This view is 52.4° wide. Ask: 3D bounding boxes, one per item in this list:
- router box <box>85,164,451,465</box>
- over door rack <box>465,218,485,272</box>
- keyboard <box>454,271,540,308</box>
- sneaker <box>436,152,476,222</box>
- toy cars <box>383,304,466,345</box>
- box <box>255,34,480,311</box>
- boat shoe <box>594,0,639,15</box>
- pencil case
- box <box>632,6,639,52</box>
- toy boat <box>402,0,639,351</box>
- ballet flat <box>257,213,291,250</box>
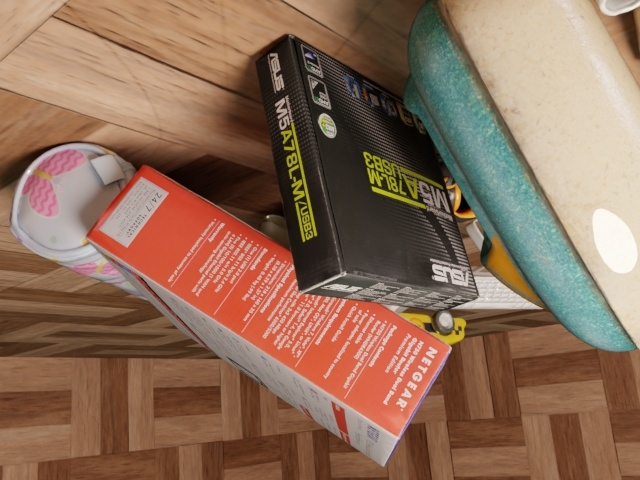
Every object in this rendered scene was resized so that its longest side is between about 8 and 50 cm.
[{"bbox_3d":[-0.039,0.100,0.655,0.301,0.082,0.335,30,163,14],"label":"router box"},{"bbox_3d":[0.299,0.018,0.865,0.324,0.108,0.239,-13,167,-18],"label":"over door rack"},{"bbox_3d":[0.264,0.065,0.796,0.256,0.014,0.072,2,139,-18],"label":"keyboard"},{"bbox_3d":[0.100,-0.051,0.653,0.215,0.084,0.083,-11,-159,-13],"label":"sneaker"},{"bbox_3d":[0.079,0.112,0.841,0.176,0.087,0.393,-15,152,18],"label":"toy cars"},{"bbox_3d":[0.041,-0.042,0.504,0.045,0.184,0.191,-29,153,33],"label":"box"},{"bbox_3d":[0.213,-0.176,0.274,0.083,0.076,0.226,3,163,-29],"label":"boat shoe"},{"bbox_3d":[-0.208,-0.007,0.703,0.124,0.113,0.273,-19,164,4],"label":"pencil case"},{"bbox_3d":[0.298,-0.100,0.411,0.201,0.021,0.164,36,-168,26],"label":"box"},{"bbox_3d":[0.149,-0.053,0.460,0.148,0.267,0.318,-29,-175,23],"label":"toy boat"},{"bbox_3d":[0.000,0.000,0.821,0.342,0.116,0.124,-20,145,38],"label":"ballet flat"}]
